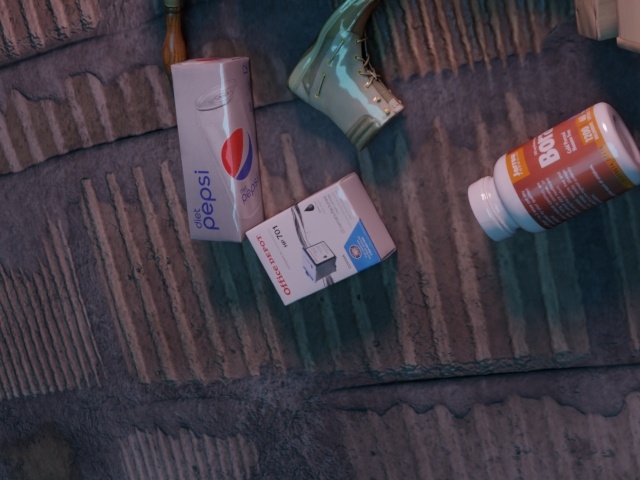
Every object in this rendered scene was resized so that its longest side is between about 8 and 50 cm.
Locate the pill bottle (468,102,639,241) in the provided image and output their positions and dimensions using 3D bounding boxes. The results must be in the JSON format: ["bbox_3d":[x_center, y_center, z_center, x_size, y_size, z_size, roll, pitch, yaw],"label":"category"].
[{"bbox_3d":[0.314,-0.084,1.186,0.216,0.121,0.121,-29,93,28],"label":"pill bottle"}]

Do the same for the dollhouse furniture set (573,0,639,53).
[{"bbox_3d":[0.474,-0.343,0.978,0.303,0.286,0.198,-13,111,-2],"label":"dollhouse furniture set"}]

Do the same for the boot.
[{"bbox_3d":[0.065,-0.250,1.273,0.165,0.077,0.213,44,124,7],"label":"boot"}]

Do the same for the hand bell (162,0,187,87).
[{"bbox_3d":[-0.229,-0.356,1.376,0.126,0.126,0.242,15,125,20],"label":"hand bell"}]

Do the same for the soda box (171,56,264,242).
[{"bbox_3d":[-0.161,-0.145,1.400,0.098,0.091,0.286,4,108,23],"label":"soda box"}]

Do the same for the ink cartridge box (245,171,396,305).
[{"bbox_3d":[0.000,0.000,1.380,0.191,0.082,0.139,-27,94,27],"label":"ink cartridge box"}]
